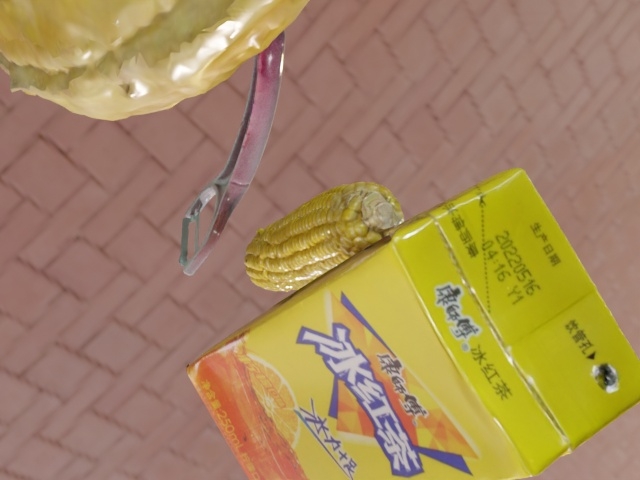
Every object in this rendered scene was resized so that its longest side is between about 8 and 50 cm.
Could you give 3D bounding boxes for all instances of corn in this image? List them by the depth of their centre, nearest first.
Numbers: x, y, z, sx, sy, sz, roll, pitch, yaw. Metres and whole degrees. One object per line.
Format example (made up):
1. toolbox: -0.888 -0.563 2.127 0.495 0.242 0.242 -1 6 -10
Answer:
1. corn: 0.000 0.000 1.237 0.067 0.067 0.206 -30 -176 -30

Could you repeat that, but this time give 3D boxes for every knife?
1. knife: -0.079 -0.106 1.542 0.053 0.123 0.278 12 123 -16

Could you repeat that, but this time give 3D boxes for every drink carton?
1. drink carton: 0.044 0.085 1.009 0.111 0.154 0.351 -30 178 -27

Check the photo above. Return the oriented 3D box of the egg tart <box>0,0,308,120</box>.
1. egg tart: -0.066 -0.187 0.563 0.115 0.290 0.290 23 109 -39
